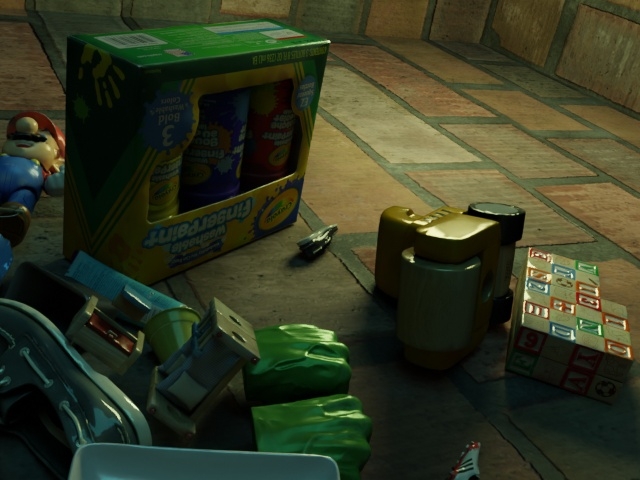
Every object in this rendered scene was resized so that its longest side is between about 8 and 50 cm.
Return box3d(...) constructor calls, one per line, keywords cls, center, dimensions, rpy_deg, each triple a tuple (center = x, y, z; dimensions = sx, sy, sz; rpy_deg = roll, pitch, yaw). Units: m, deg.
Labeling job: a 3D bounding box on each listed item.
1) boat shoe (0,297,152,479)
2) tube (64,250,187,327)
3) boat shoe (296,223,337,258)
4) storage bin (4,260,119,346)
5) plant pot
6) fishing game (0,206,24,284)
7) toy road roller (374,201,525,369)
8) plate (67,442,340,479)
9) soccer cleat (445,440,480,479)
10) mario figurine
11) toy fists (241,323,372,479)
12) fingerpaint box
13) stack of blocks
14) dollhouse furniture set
box3d(cls="boat shoe", center=(-0.338, 0.170, 0.850), dimensions=(0.319, 0.116, 0.099), rpy_deg=(31, 29, 23))
box3d(cls="tube", center=(-0.297, 0.083, 1.091), dimensions=(0.207, 0.052, 0.080), rpy_deg=(21, 63, 16))
box3d(cls="boat shoe", center=(0.000, 0.000, 1.381), dimensions=(0.046, 0.038, 0.125), rpy_deg=(-23, 4, 30))
box3d(cls="storage bin", center=(-0.353, 0.097, 1.019), dimensions=(0.135, 0.098, 0.091), rpy_deg=(25, 3, 24))
box3d(cls="plant pot", center=(-0.192, 0.147, 0.999), dimensions=(0.083, 0.083, 0.079), rpy_deg=(-3, 43, -26))
box3d(cls="fishing game", center=(-0.543, 0.040, 1.060), dimensions=(0.189, 0.041, 0.264), rpy_deg=(3, 44, -8))
box3d(cls="toy road roller", center=(0.175, 0.047, 1.203), dimensions=(0.241, 0.202, 0.329), rpy_deg=(13, 20, 30))
box3d(cls="plate", center=(-0.110, 0.322, 0.686), dimensions=(0.277, 0.045, 0.278), rpy_deg=(6, 39, -10))
box3d(cls="soccer cleat", center=(0.188, 0.287, 0.929), dimensions=(0.036, 0.029, 0.083), rpy_deg=(33, 36, 19))
box3d(cls="mario figurine", center=(-0.534, -0.138, 1.282), dimensions=(0.198, 0.170, 0.320), rpy_deg=(39, 26, -26))
box3d(cls="toy fists", center=(-0.020, 0.208, 0.927), dimensions=(0.142, 0.096, 0.279), rpy_deg=(-5, 32, -9))
box3d(cls="fingerpaint box", center=(-0.199, -0.161, 1.248), dimensions=(0.163, 0.371, 0.445), rpy_deg=(28, 31, 27))
box3d(cls="stack of blocks", center=(0.417, 0.131, 1.243), dimensions=(0.171, 0.087, 0.297), rpy_deg=(17, 28, 10))
box3d(cls="dollhouse furniture set", center=(-0.187, 0.116, 0.877), dimensions=(0.184, 0.129, 0.129), rpy_deg=(40, 2, -15))
